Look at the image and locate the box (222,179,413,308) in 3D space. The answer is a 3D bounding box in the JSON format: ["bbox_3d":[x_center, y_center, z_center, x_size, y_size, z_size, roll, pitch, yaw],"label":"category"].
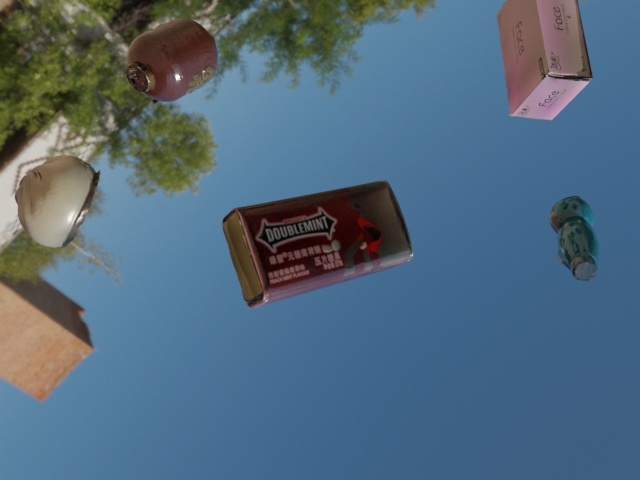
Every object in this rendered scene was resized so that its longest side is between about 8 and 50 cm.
[{"bbox_3d":[0.000,0.000,0.793,0.224,0.120,0.069,-12,170,-31],"label":"box"}]

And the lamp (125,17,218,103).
[{"bbox_3d":[-0.356,-0.425,1.532,0.180,0.180,0.258,-11,-154,46],"label":"lamp"}]

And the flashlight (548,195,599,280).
[{"bbox_3d":[0.283,-0.005,0.704,0.051,0.051,0.129,-30,-159,26],"label":"flashlight"}]

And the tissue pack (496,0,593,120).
[{"bbox_3d":[0.412,-0.367,1.201,0.148,0.093,0.246,116,-26,-66],"label":"tissue pack"}]

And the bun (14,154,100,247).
[{"bbox_3d":[-0.483,-0.077,1.153,0.173,0.120,0.172,-46,-149,39],"label":"bun"}]
